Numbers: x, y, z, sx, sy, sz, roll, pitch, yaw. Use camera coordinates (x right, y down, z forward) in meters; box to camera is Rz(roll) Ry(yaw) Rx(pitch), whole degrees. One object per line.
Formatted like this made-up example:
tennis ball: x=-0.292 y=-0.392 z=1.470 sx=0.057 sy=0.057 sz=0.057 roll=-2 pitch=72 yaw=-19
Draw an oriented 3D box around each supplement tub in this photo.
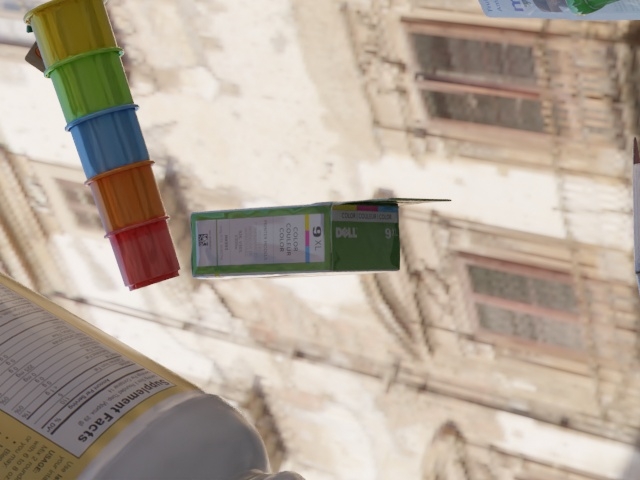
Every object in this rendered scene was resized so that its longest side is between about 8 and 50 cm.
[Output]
supplement tub: x=-0.178 y=0.156 z=0.802 sx=0.241 sy=0.331 sz=0.241 roll=-52 pitch=-21 yaw=-29

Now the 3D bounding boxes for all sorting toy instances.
sorting toy: x=-0.343 y=-0.244 z=1.770 sx=0.083 sy=0.012 sz=0.062 roll=35 pitch=-104 yaw=-18

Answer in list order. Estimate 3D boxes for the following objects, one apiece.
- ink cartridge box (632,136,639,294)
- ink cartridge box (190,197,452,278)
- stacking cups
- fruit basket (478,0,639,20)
ink cartridge box: x=0.436 y=0.065 z=1.595 sx=0.272 sy=0.130 sz=0.309 roll=-76 pitch=-27 yaw=-51
ink cartridge box: x=0.000 y=0.000 z=1.223 sx=0.109 sy=0.209 sz=0.062 roll=1 pitch=-94 yaw=-55
stacking cups: x=-0.229 y=-0.102 z=1.504 sx=0.096 sy=0.096 sz=0.316 roll=-13 pitch=-95 yaw=-57
fruit basket: x=0.210 y=-0.350 z=1.405 sx=0.165 sy=0.353 sz=0.327 roll=-43 pitch=-60 yaw=-26
